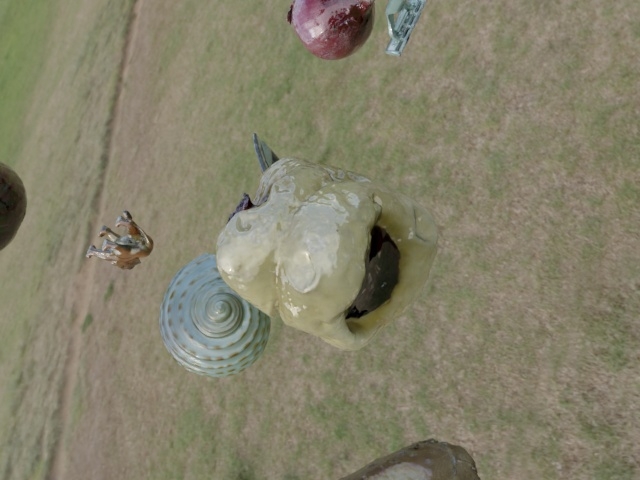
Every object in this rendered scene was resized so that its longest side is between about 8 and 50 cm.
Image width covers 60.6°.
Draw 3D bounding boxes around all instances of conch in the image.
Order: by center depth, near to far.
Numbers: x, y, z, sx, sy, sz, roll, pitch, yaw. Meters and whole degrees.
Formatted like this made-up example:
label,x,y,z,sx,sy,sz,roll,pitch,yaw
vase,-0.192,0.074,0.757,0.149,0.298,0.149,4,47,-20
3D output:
label,x,y,z,sx,sy,sz,roll,pitch,yaw
conch,-0.122,0.082,0.584,0.153,0.102,0.135,-35,73,48

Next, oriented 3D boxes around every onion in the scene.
label,x,y,z,sx,sy,sz,roll,pitch,yaw
onion,0.040,-0.425,1.016,0.195,0.160,0.159,-3,72,59

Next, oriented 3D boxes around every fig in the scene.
label,x,y,z,sx,sy,sz,roll,pitch,yaw
fig,-0.505,-0.073,0.827,0.149,0.149,0.245,-59,27,14

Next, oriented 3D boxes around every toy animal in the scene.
label,x,y,z,sx,sy,sz,roll,pitch,yaw
toy animal,-0.538,0.017,1.521,0.312,0.158,0.097,-17,56,49

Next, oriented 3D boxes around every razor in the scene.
label,x,y,z,sx,sy,sz,roll,pitch,yaw
razor,0.133,-0.388,0.857,0.111,0.056,0.278,-64,-4,2

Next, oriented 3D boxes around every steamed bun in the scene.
label,x,y,z,sx,sy,sz,roll,pitch,yaw
steamed bun,-0.008,0.010,0.421,0.172,0.155,0.140,24,99,15

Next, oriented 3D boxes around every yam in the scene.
label,x,y,z,sx,sy,sz,roll,pitch,yaw
yam,0.079,0.322,0.626,0.128,0.239,0.129,43,135,45

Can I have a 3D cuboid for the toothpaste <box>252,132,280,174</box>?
label,x,y,z,sx,sy,sz,roll,pitch,yaw
toothpaste,0.000,0.000,0.773,0.061,0.392,0.098,-26,55,6
